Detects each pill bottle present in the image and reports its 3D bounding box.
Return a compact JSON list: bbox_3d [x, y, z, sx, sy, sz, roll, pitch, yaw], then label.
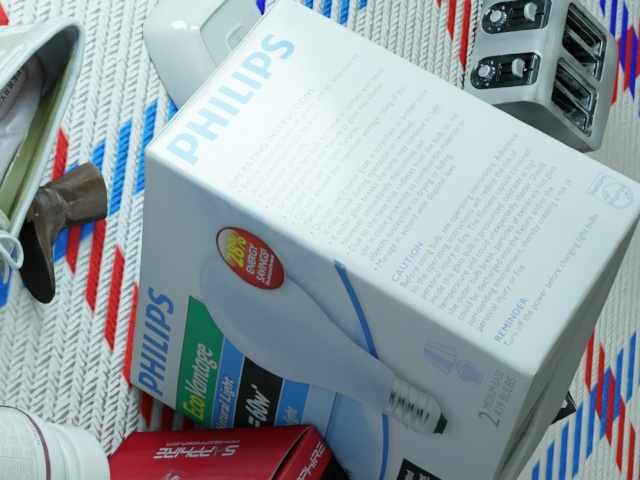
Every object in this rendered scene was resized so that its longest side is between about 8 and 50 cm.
[{"bbox_3d":[-0.279,0.187,1.425,0.221,0.121,0.121,14,75,-50],"label":"pill bottle"}]

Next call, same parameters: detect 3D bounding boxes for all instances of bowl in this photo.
[{"bbox_3d":[-0.097,-0.189,1.787,0.142,0.053,0.142,-49,123,-40],"label":"bowl"}]

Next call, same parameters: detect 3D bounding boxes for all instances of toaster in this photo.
[{"bbox_3d":[0.267,-0.194,2.179,0.185,0.110,0.168,35,60,-42],"label":"toaster"}]

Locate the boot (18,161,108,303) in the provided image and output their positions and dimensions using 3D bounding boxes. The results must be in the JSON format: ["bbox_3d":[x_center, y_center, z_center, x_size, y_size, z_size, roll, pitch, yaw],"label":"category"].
[{"bbox_3d":[-0.225,-0.009,1.629,0.114,0.037,0.106,-27,108,-53],"label":"boot"}]

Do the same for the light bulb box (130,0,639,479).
[{"bbox_3d":[0.043,0.045,1.575,0.225,0.361,0.358,-51,163,-34],"label":"light bulb box"}]

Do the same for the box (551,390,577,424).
[{"bbox_3d":[0.145,0.020,1.889,0.257,0.079,0.322,62,4,-27],"label":"box"}]

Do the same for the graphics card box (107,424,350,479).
[{"bbox_3d":[-0.023,0.327,1.669,0.371,0.232,0.094,58,46,-25],"label":"graphics card box"}]

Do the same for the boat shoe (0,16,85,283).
[{"bbox_3d":[-0.281,-0.054,1.494,0.118,0.103,0.320,46,47,-35],"label":"boat shoe"}]
